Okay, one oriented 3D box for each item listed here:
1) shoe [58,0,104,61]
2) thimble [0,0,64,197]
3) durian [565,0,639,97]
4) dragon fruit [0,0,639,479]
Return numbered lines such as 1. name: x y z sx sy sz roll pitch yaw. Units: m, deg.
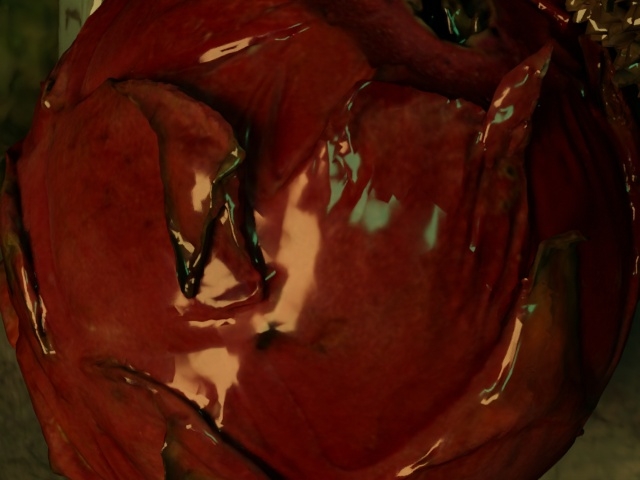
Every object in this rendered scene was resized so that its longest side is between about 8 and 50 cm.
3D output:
1. shoe: -0.062 -0.051 0.729 0.078 0.079 0.195 11 111 41
2. thimble: -0.219 -0.111 0.785 0.270 0.150 0.271 16 118 34
3. durian: 0.138 -0.116 0.466 0.196 0.167 0.196 0 93 -3
4. dragon fruit: -0.003 0.001 0.605 0.241 0.241 0.252 36 110 23
